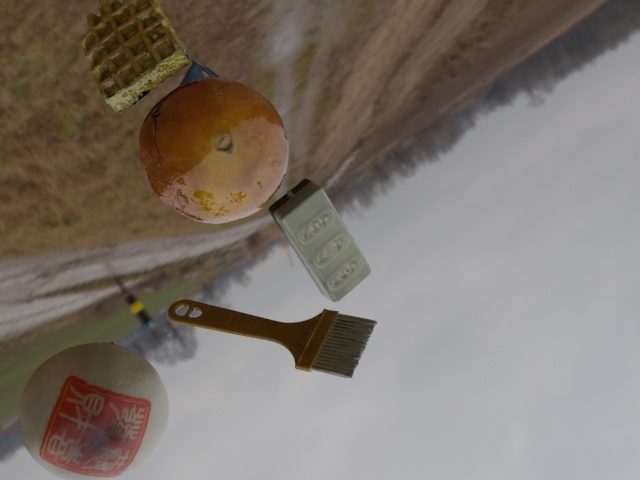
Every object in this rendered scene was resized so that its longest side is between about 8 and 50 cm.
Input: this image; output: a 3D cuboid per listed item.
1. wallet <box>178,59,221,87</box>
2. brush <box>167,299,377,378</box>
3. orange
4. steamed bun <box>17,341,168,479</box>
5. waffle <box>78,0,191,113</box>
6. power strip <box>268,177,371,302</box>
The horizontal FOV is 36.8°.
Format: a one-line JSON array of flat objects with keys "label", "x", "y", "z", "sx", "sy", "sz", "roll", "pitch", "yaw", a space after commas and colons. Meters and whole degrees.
[{"label": "wallet", "x": -0.264, "y": -0.258, "z": 2.026, "sx": 0.202, "sy": 0.141, "sz": 0.059, "roll": -57, "pitch": 162, "yaw": 11}, {"label": "brush", "x": -0.071, "y": 0.111, "z": 1.216, "sx": 0.272, "sy": 0.013, "sz": 0.103, "roll": 10, "pitch": -138, "yaw": 19}, {"label": "orange", "x": -0.169, "y": -0.143, "z": 1.542, "sx": 0.240, "sy": 0.240, "sz": 0.240, "roll": -35, "pitch": -179, "yaw": 1}, {"label": "steamed bun", "x": -0.566, "y": 0.449, "z": 2.405, "sx": 0.374, "sy": 0.374, "sz": 0.241, "roll": -35, "pitch": -156, "yaw": 3}, {"label": "waffle", "x": -0.325, "y": -0.341, "z": 1.631, "sx": 0.160, "sy": 0.211, "sz": 0.055, "roll": -33, "pitch": 150, "yaw": 8}, {"label": "power strip", "x": 0.000, "y": 0.000, "z": 1.856, "sx": 0.105, "sy": 0.256, "sz": 0.070, "roll": -41, "pitch": -146, "yaw": -13}]
